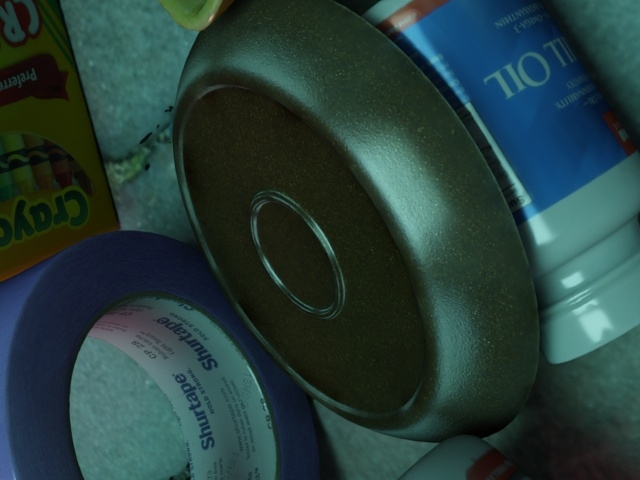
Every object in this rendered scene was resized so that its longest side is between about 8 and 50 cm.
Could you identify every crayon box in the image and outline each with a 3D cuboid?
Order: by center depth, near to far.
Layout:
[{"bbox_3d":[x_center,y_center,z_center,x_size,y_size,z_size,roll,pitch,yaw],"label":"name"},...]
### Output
[{"bbox_3d":[-0.258,-0.079,0.833,0.081,0.202,0.318,-7,104,31],"label":"crayon box"}]

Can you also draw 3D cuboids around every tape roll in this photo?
[{"bbox_3d":[-0.120,0.135,0.777,0.090,0.275,0.275,-23,93,33],"label":"tape roll"}]

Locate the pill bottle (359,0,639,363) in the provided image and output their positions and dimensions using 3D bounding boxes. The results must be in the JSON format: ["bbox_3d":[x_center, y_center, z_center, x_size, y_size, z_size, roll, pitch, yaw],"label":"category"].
[{"bbox_3d":[0.110,-0.047,0.677,0.124,0.124,0.221,-34,89,33],"label":"pill bottle"}]

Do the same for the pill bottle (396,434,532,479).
[{"bbox_3d":[0.146,0.295,0.629,0.363,0.210,0.210,41,121,17],"label":"pill bottle"}]

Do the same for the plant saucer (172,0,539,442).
[{"bbox_3d":[0.000,0.000,0.717,0.310,0.050,0.310,38,146,32],"label":"plant saucer"}]

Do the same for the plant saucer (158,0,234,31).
[{"bbox_3d":[-0.065,-0.344,0.672,0.333,0.081,0.333,49,125,27],"label":"plant saucer"}]
